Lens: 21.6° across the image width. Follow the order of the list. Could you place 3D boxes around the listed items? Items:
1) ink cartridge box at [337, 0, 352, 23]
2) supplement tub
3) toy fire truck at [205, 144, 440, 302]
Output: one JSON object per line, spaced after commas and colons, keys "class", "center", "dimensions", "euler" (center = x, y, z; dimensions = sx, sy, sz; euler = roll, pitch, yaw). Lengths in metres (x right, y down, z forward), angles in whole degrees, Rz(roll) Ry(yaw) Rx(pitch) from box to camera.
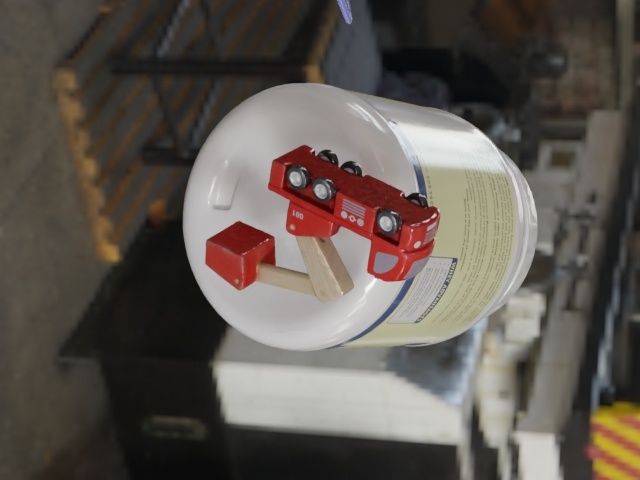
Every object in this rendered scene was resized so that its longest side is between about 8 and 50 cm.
{"class": "ink cartridge box", "center": [-0.052, -0.285, 1.015], "dimensions": [0.186, 0.065, 0.311], "euler": [64, 10, -47]}
{"class": "supplement tub", "center": [0.049, -0.016, 1.576], "dimensions": [0.325, 0.235, 0.235], "euler": [4, 88, -59]}
{"class": "toy fire truck", "center": [0.000, 0.000, 1.334], "dimensions": [0.047, 0.192, 0.135], "euler": [-32, 140, -47]}
